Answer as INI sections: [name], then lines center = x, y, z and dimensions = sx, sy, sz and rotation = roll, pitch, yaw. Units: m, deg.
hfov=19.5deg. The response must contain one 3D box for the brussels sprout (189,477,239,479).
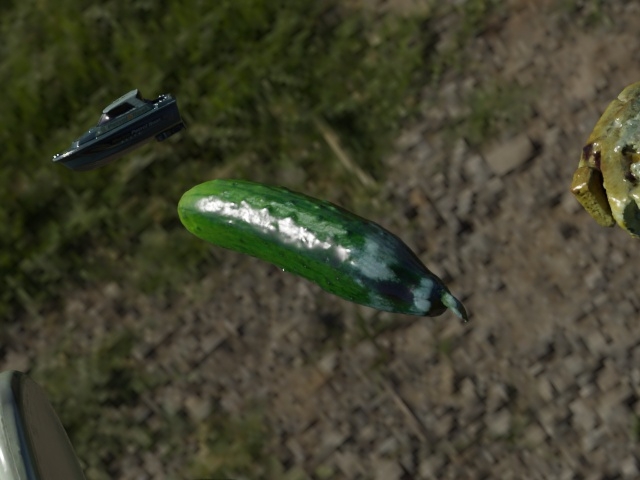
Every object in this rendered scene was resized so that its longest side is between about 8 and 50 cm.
[brussels sprout]
center = -0.052, 0.292, 1.013
dimensions = 0.247, 0.328, 0.328
rotation = -53, 12, 55

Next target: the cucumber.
[cucumber]
center = 0.000, 0.000, 0.806
dimensions = 0.155, 0.037, 0.037
rotation = 22, 65, 32

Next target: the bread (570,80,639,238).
[bread]
center = 0.259, -0.064, 1.393
dimensions = 0.117, 0.064, 0.156
rotation = 0, 39, 32

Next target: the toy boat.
[toy boat]
center = -0.209, -0.111, 1.902
dimensions = 0.141, 0.060, 0.055
rotation = -27, 12, 0

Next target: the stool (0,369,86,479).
[stool]
center = -0.271, 0.213, 1.338
dimensions = 0.199, 0.195, 0.195
rotation = -19, -4, 1
